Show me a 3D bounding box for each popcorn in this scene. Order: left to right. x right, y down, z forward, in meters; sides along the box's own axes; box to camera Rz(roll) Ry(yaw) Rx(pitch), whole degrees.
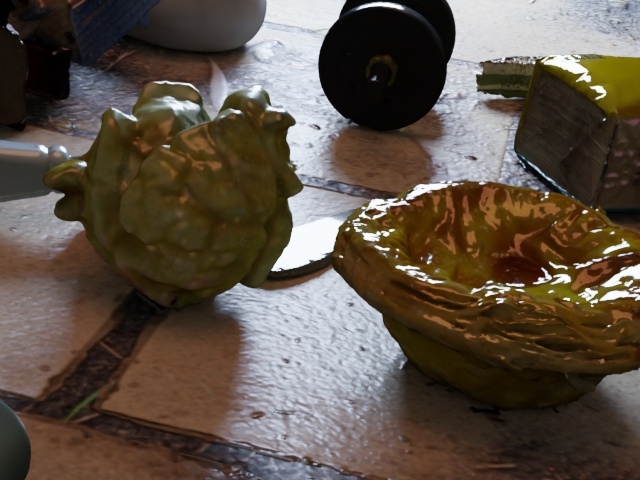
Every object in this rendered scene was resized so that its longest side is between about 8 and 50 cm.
[{"bbox_3d":[-0.115,-0.040,1.153,0.187,0.167,0.185,21,32,33],"label":"popcorn"}]

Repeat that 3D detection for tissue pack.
[{"bbox_3d":[0.371,-0.116,1.520,0.271,0.134,0.192,-1,26,-20],"label":"tissue pack"}]

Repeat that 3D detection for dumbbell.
[{"bbox_3d":[0.079,-0.217,1.629,0.143,0.143,0.325,11,24,5],"label":"dumbbell"}]

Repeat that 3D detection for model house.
[{"bbox_3d":[-0.358,-0.187,1.479,0.203,0.141,0.164,34,5,4],"label":"model house"},{"bbox_3d":[-0.285,-0.273,1.590,0.183,0.172,0.166,-11,35,53],"label":"model house"}]

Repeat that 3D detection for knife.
[{"bbox_3d":[-0.195,-0.053,1.258,0.331,0.080,0.044,0,23,-10],"label":"knife"}]

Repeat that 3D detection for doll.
[{"bbox_3d":[-0.158,-0.348,1.754,0.251,0.221,0.221,8,25,-2],"label":"doll"}]

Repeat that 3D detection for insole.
[{"bbox_3d":[0.000,0.000,1.292,0.063,0.010,0.192,26,29,30],"label":"insole"}]

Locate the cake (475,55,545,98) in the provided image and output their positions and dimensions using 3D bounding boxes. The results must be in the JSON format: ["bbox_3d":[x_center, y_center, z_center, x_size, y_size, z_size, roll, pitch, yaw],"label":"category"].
[{"bbox_3d":[0.252,-0.203,1.764,0.140,0.051,0.055,4,25,-15],"label":"cake"}]

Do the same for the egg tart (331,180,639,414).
[{"bbox_3d":[0.147,0.048,1.118,0.295,0.116,0.295,5,25,-2],"label":"egg tart"}]

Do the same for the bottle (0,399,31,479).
[{"bbox_3d":[-0.246,0.174,0.750,0.082,0.082,0.286,14,26,10],"label":"bottle"}]
